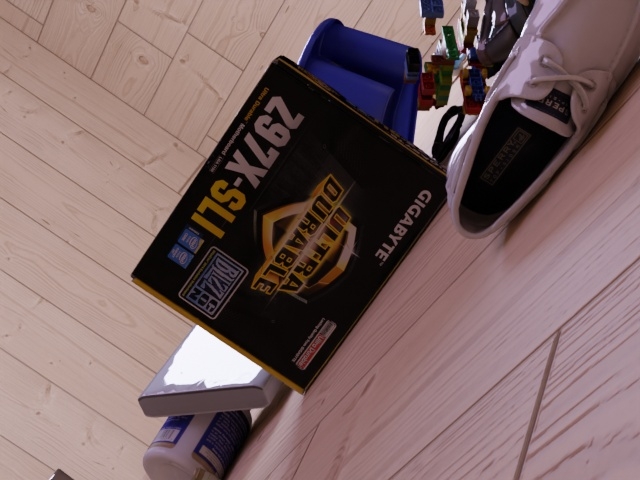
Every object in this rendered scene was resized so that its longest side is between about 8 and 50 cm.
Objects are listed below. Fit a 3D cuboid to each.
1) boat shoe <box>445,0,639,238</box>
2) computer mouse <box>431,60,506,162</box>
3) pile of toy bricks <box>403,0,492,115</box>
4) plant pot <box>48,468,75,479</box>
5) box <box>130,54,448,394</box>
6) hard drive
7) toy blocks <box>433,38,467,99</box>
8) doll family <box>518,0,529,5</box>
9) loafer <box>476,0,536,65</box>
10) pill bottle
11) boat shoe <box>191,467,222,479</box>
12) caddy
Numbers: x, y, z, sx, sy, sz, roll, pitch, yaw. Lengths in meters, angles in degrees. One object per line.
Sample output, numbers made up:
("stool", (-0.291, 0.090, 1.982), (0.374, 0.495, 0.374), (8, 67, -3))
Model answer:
("boat shoe", (0.174, -0.107, 0.814), (0.084, 0.095, 0.258), (-70, 4, -60))
("computer mouse", (0.222, -0.209, 1.486), (0.242, 0.041, 0.071), (-60, 21, 7))
("pile of toy bricks", (0.165, -0.224, 1.458), (0.105, 0.118, 0.212), (96, 174, -51))
("plant pot", (-0.227, 0.366, 0.930), (0.284, 0.191, 0.284), (-56, 3, 4))
("box", (-0.033, -0.018, 1.306), (0.322, 0.257, 0.079), (-54, 4, 14))
("hard drive", (-0.110, 0.144, 1.601), (0.203, 0.040, 0.307), (-9, 25, 26))
("toy blocks", (0.253, -0.350, 2.117), (0.123, 0.054, 0.148), (-58, 4, -28))
("doll family", (0.297, -0.336, 1.287), (0.111, 0.076, 0.193), (-59, -2, 35))
("loafer", (0.234, -0.309, 1.390), (0.084, 0.096, 0.267), (-32, 24, 28))
("pill bottle", (-0.163, 0.269, 1.573), (0.187, 0.112, 0.112), (-58, 4, -40))
("boat shoe", (-0.184, 0.369, 1.460), (0.153, 0.048, 0.056), (-54, 4, 18))
("caddy", (0.022, -0.141, 1.547), (0.241, 0.179, 0.341), (-58, -21, -46))
